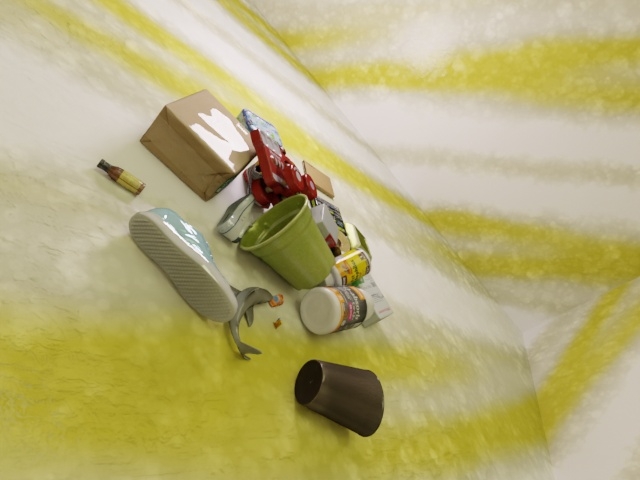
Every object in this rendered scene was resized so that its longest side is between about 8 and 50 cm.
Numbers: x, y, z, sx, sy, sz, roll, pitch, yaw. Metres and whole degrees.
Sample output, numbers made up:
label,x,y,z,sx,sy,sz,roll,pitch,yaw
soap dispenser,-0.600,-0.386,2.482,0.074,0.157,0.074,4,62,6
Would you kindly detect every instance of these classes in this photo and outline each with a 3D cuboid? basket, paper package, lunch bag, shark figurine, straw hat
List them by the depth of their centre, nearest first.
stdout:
label,x,y,z,sx,sy,sz,roll,pitch,yaw
shark figurine,-0.204,0.189,1.125,0.166,0.116,0.278,40,27,-18
basket,0.051,0.443,1.169,0.227,0.154,0.204,30,32,-29
paper package,-0.400,-0.344,1.412,0.309,0.168,0.324,44,27,-14
straw hat,0.060,0.012,1.792,0.145,0.061,0.144,32,34,-25
lunch bag,-0.287,-0.506,1.867,0.219,0.090,0.176,23,36,-45

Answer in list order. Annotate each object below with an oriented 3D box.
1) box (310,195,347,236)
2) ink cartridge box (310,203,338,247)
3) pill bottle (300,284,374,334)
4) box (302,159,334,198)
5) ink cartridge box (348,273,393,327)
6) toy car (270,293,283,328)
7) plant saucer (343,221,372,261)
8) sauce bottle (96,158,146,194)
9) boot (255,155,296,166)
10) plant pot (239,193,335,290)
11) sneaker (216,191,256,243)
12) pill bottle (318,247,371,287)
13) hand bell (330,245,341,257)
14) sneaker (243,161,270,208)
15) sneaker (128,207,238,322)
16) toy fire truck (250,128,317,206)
label,x,y,z,sx,sy,sz,roll,pitch,yaw
box,0.039,-0.115,1.935,0.191,0.045,0.184,25,40,-43
ink cartridge box,-0.039,-0.035,1.546,0.128,0.176,0.127,58,23,-32
pill bottle,0.069,0.239,1.421,0.279,0.162,0.162,5,52,-54
box,-0.011,-0.326,2.137,0.201,0.021,0.164,29,35,-37
ink cartridge box,0.196,0.246,1.685,0.153,0.087,0.208,-1,56,-58
toy car,-0.126,0.220,1.278,0.060,0.041,0.122,20,40,-46
plant saucer,0.190,0.014,1.956,0.188,0.045,0.188,44,24,-46
sauce bottle,-0.552,-0.178,1.112,0.128,0.042,0.042,39,30,-26
boot,-0.162,-0.296,1.783,0.211,0.104,0.295,50,23,-2
plant pot,-0.089,0.025,1.374,0.253,0.276,0.276,53,25,-24
sneaker,-0.275,-0.078,1.383,0.091,0.094,0.258,57,29,-23
pill bottle,0.086,0.118,1.569,0.215,0.117,0.117,-24,75,-28
hand bell,0.000,0.000,1.703,0.126,0.126,0.242,34,19,-30
sneaker,-0.241,-0.221,1.583,0.088,0.093,0.225,17,44,-50
sneaker,-0.330,0.048,1.076,0.366,0.135,0.150,51,30,-3
toy fire truck,-0.148,-0.261,1.503,0.302,0.170,0.253,17,55,-68
